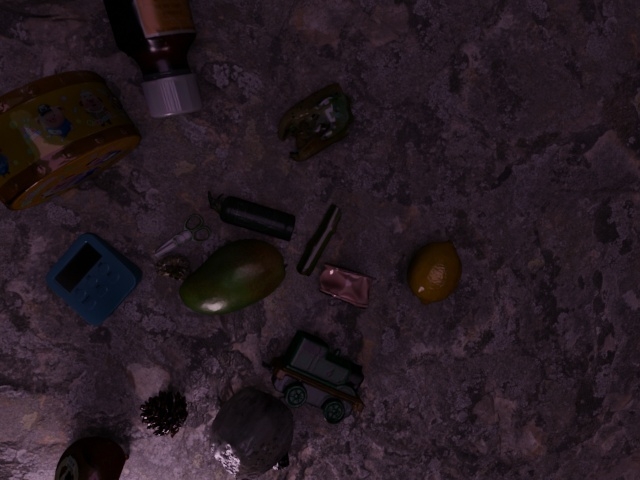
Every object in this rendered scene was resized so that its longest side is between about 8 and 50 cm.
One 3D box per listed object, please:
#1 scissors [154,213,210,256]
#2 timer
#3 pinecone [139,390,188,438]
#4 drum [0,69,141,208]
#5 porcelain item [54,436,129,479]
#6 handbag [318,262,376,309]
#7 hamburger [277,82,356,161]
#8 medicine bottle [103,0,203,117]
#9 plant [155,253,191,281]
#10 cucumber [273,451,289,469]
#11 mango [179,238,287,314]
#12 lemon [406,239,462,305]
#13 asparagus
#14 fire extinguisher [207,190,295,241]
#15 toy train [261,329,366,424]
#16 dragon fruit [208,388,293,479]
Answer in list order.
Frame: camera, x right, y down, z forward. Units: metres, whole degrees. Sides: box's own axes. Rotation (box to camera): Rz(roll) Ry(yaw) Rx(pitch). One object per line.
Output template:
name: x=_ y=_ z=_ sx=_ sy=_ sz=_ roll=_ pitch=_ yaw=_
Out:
scissors: x=-0.483 y=-0.006 z=1.585 sx=0.204 sy=0.027 sz=0.101 roll=-32 pitch=102 yaw=-3
timer: x=-0.763 y=0.127 z=1.539 sx=0.250 sy=0.091 sz=0.232 roll=41 pitch=93 yaw=-9
pinecone: x=-0.548 y=0.604 z=1.614 sx=0.174 sy=0.173 sz=0.173 roll=-1 pitch=100 yaw=-8
drum: x=-0.743 y=-0.282 z=1.303 sx=0.431 sy=0.431 sz=0.214 roll=-33 pitch=102 yaw=-2
porcelain item: x=-0.783 y=0.806 z=1.615 sx=0.253 sy=0.253 sz=0.253 roll=-1 pitch=100 yaw=-8
handbag: x=0.092 y=0.158 z=1.624 sx=0.205 sy=0.179 sz=0.116 roll=18 pitch=90 yaw=-12
hamburger: x=-0.004 y=-0.391 z=1.513 sx=0.288 sy=0.192 sz=0.167 roll=-31 pitch=93 yaw=-2
medicine bottle: x=-0.490 y=-0.576 z=1.386 sx=0.243 sy=0.242 sz=0.395 roll=-8 pitch=113 yaw=-7
plant: x=-0.498 y=0.108 z=1.560 sx=0.117 sy=0.122 sz=0.104 roll=-12 pitch=113 yaw=-13
cucumber: x=-0.165 y=0.724 z=1.740 sx=0.072 sy=0.072 sz=0.300 roll=-6 pitch=98 yaw=-7
mango: x=-0.301 y=0.126 z=1.552 sx=0.382 sy=0.201 sz=0.225 roll=-22 pitch=126 yaw=6
lemon: x=0.410 y=0.114 z=1.655 sx=0.188 sy=0.188 sz=0.256 roll=17 pitch=99 yaw=-11
asparagus: x=0.000 y=0.000 z=1.642 sx=0.067 sy=0.060 sz=0.277 roll=31 pitch=95 yaw=7
fire extinguisher: x=-0.241 y=-0.089 z=1.575 sx=0.311 sy=0.095 sz=0.114 roll=15 pitch=53 yaw=-12
toy train: x=-0.003 y=0.492 z=1.678 sx=0.429 sy=0.178 sz=0.249 roll=26 pitch=84 yaw=-12
dragon fruit: x=-0.239 y=0.669 z=1.603 sx=0.283 sy=0.221 sz=0.204 roll=40 pitch=113 yaw=9
